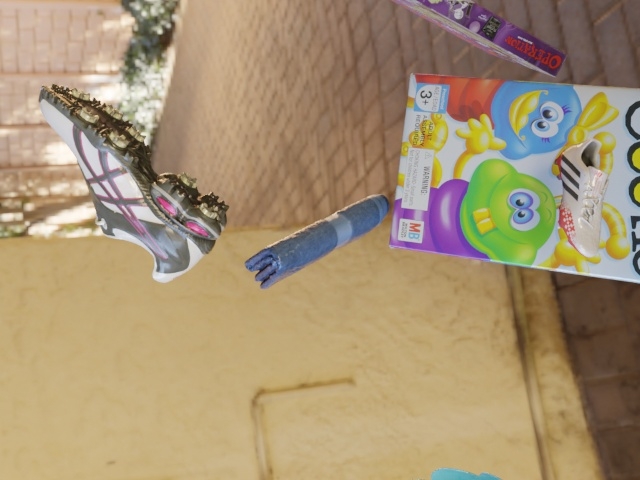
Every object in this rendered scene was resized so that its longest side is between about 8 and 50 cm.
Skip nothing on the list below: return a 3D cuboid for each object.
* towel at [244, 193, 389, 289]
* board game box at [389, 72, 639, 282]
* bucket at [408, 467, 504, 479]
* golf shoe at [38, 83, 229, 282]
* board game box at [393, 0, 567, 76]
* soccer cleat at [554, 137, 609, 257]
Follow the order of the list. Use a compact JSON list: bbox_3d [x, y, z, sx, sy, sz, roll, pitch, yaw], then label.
[{"bbox_3d":[0.000,0.000,0.759,0.029,0.119,0.067,62,153,3],"label":"towel"},{"bbox_3d":[0.213,-0.045,0.735,0.142,0.275,0.144,0,-82,-68],"label":"board game box"},{"bbox_3d":[0.173,0.374,0.901,0.281,0.183,0.281,-26,49,34],"label":"bucket"},{"bbox_3d":[-0.239,-0.069,1.075,0.120,0.273,0.105,-48,-3,17],"label":"golf shoe"},{"bbox_3d":[0.213,-0.370,1.502,0.056,0.346,0.208,-62,29,14],"label":"board game box"},{"bbox_3d":[0.175,-0.029,0.610,0.035,0.029,0.083,-38,42,50],"label":"soccer cleat"}]
